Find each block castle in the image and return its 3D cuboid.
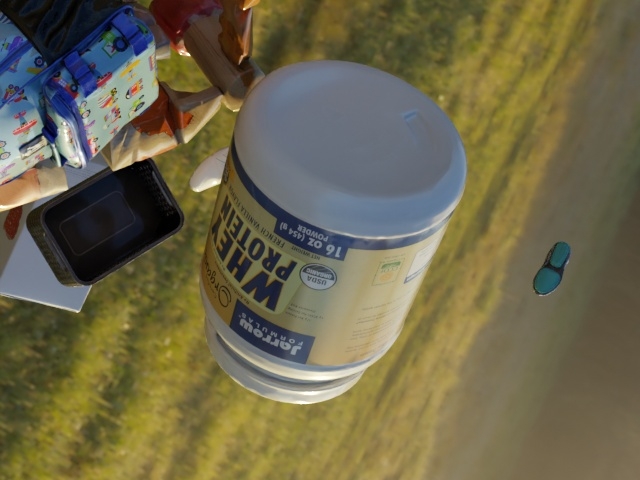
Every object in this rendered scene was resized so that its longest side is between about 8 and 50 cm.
[{"bbox_3d":[-0.277,-0.227,1.133,0.453,0.213,0.303,-23,148,-22],"label":"block castle"}]

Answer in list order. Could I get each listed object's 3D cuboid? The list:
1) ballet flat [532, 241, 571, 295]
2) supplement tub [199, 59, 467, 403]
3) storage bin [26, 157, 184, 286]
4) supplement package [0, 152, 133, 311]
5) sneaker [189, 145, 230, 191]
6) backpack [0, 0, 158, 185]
[{"bbox_3d":[0.366,0.052,1.842,0.114,0.041,0.041,-55,160,-32],"label":"ballet flat"},{"bbox_3d":[0.000,0.000,1.193,0.228,0.228,0.316,-48,164,-43],"label":"supplement tub"},{"bbox_3d":[-0.294,-0.027,1.589,0.180,0.122,0.084,-33,-168,-24],"label":"storage bin"},{"bbox_3d":[-0.487,-0.046,2.143,0.175,0.177,0.293,17,107,-35],"label":"supplement package"},{"bbox_3d":[-0.104,-0.100,1.546,0.152,0.061,0.054,-29,172,5],"label":"sneaker"},{"bbox_3d":[-0.220,-0.111,0.870,0.173,0.117,0.158,-45,171,-22],"label":"backpack"}]
